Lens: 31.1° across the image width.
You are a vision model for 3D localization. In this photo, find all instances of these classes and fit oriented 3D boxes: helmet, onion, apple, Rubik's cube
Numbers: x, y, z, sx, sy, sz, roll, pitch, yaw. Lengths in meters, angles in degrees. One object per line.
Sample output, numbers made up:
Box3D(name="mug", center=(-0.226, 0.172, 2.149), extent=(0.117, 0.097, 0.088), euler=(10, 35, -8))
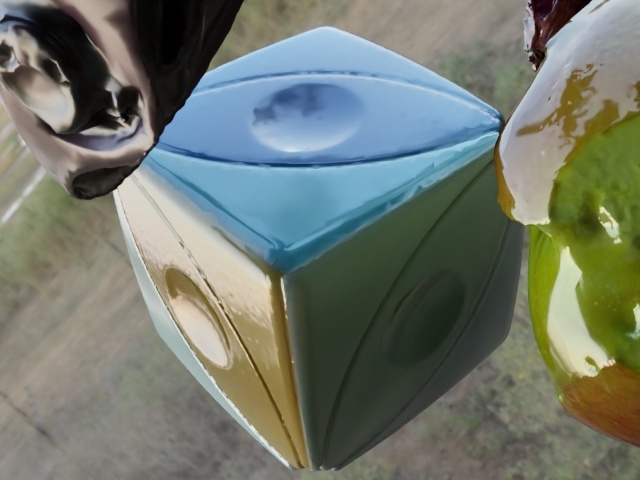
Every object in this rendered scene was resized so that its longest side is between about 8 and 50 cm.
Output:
Box3D(name="helmet", center=(-0.063, -0.181, 0.417), extent=(0.338, 0.197, 0.271), euler=(-39, 18, 50))
Box3D(name="onion", center=(0.368, -0.361, 1.603), extent=(0.120, 0.227, 0.284), euler=(12, 79, 33))
Box3D(name="apple", center=(0.301, -0.031, 0.930), extent=(0.384, 0.374, 0.374), euler=(-46, 19, -8))
Box3D(name="Rubik's cube", center=(0.000, 0.000, 1.315), extent=(0.351, 0.347, 0.352), euler=(-33, 48, -27))
